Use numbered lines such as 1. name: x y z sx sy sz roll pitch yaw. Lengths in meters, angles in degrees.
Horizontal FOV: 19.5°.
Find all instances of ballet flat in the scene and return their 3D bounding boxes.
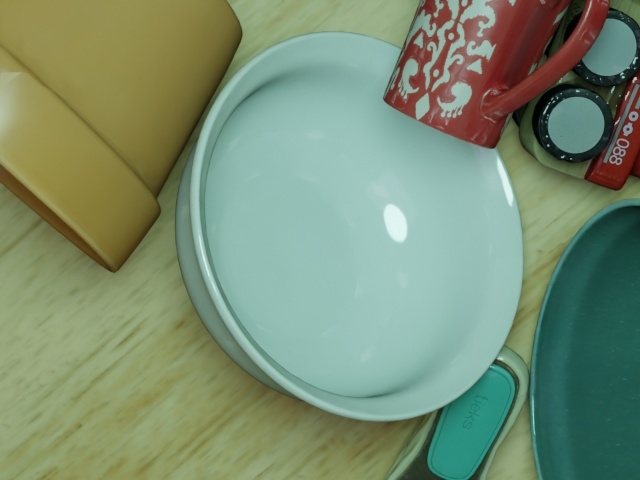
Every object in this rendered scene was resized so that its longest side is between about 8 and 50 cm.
1. ballet flat: 0.094 0.188 1.494 0.086 0.086 0.248 30 105 0

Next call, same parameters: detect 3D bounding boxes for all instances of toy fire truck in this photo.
1. toy fire truck: 0.297 -0.124 1.406 0.246 0.158 0.217 20 99 -10

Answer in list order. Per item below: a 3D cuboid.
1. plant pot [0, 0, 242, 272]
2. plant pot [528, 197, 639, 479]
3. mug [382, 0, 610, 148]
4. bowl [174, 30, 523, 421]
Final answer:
1. plant pot: -0.195 -0.144 1.386 0.291 0.291 0.203 42 83 -2
2. plant pot: 0.310 0.119 1.384 0.196 0.293 0.293 2 99 -23
3. mug: 0.122 -0.157 1.341 0.113 0.150 0.169 22 101 -14
4. bowl: 0.000 0.000 1.417 0.298 0.134 0.298 10 72 -33
